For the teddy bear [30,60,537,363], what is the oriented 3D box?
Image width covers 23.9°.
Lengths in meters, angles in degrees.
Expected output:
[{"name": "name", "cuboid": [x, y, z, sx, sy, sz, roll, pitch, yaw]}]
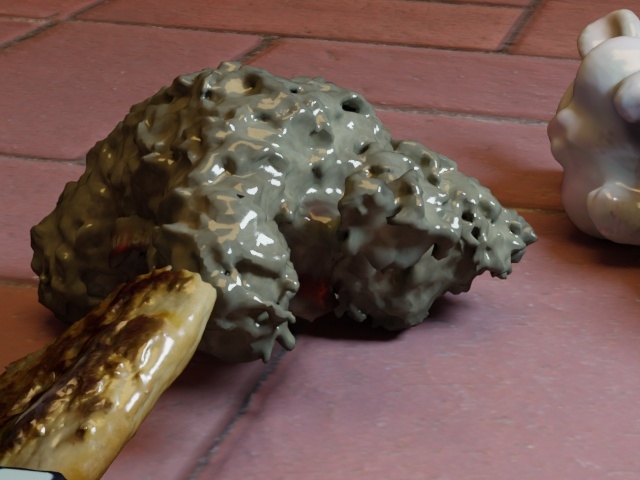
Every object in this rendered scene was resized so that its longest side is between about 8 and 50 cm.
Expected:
[{"name": "teddy bear", "cuboid": [0.000, 0.000, 1.164, 0.367, 0.225, 0.357, 17, -8, -29]}]

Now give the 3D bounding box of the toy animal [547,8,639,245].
[{"name": "toy animal", "cuboid": [0.337, -0.092, 1.421, 0.241, 0.196, 0.367, -2, 21, -29]}]

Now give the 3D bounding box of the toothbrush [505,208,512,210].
[{"name": "toothbrush", "cuboid": [0.030, -0.017, 1.433, 0.307, 0.030, 0.025, 1, 19, 6]}]

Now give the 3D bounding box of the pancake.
[{"name": "pancake", "cuboid": [-0.199, 0.122, 0.918, 0.244, 0.057, 0.266, -12, 29, 43]}]

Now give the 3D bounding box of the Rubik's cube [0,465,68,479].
[{"name": "Rubik's cube", "cuboid": [-0.203, 0.200, 0.589, 0.182, 0.187, 0.184, 5, 19, 10]}]
